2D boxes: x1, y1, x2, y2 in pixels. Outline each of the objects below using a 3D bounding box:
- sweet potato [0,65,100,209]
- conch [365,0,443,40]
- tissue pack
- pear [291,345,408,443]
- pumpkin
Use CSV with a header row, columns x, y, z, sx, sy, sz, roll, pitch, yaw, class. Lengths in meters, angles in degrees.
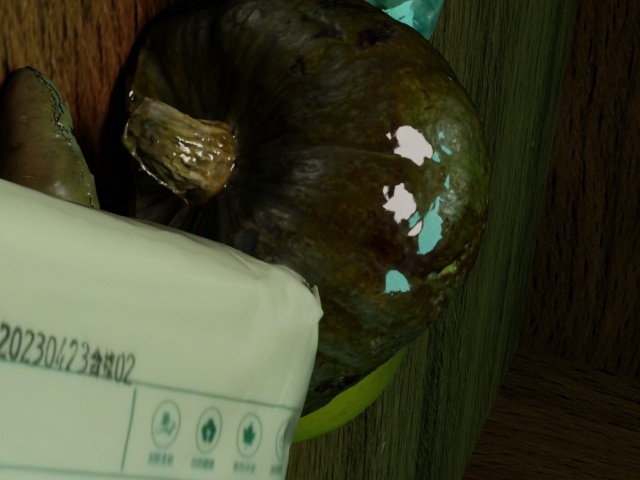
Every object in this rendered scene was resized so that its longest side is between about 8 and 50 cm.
x,y,z,sx,sy,sz,roll,pitch,yaw,class
-0.195,0.047,0.859,0.124,0.098,0.310,67,36,-44,sweet potato
0.020,-0.225,1.236,0.196,0.134,0.202,-36,111,-55,conch
-0.185,0.104,0.584,0.380,0.207,0.297,24,78,-57,tissue pack
-0.007,0.030,1.338,0.386,0.191,0.340,-23,126,-72,pear
-0.010,-0.052,1.033,0.242,0.232,0.325,16,59,-48,pumpkin
